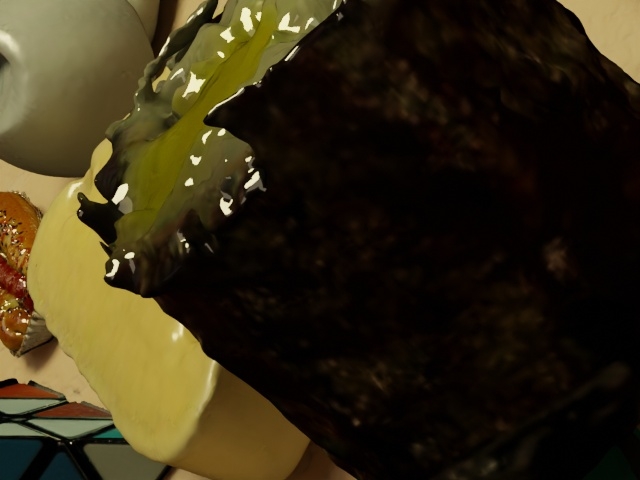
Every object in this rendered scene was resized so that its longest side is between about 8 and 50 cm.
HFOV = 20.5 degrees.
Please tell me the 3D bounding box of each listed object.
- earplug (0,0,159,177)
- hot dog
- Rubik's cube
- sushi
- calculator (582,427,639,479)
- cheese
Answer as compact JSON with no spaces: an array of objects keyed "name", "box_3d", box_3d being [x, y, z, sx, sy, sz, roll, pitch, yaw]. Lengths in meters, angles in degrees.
[{"name":"earplug","box_3d":[-0.241,-0.189,1.595,0.214,0.175,0.325,-51,27,28]},{"name":"hot dog","box_3d":[-0.283,0.026,1.639,0.108,0.059,0.191,-61,38,17]},{"name":"Rubik's cube","box_3d":[-0.309,0.213,1.422,0.284,0.234,0.250,19,88,53]},{"name":"sushi","box_3d":[0.047,-0.028,1.021,0.281,0.294,0.299,-46,19,19]},{"name":"calculator","box_3d":[0.129,0.256,0.982,0.274,0.058,0.248,-48,39,18]},{"name":"cheese","box_3d":[-0.071,-0.035,1.336,0.384,0.104,0.384,-34,45,43]}]
